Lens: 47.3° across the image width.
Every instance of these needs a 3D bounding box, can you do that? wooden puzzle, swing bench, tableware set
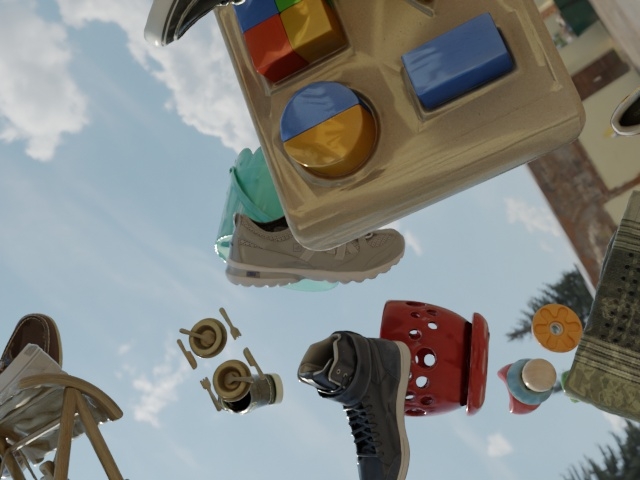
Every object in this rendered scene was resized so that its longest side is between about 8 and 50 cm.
[{"bbox_3d":[0.055,-0.203,0.761,0.347,0.322,0.080,69,-163,9],"label":"wooden puzzle"},{"bbox_3d":[-0.412,0.350,1.079,0.165,0.253,0.254,6,-120,-49],"label":"swing bench"},{"bbox_3d":[-0.213,0.243,1.514,0.194,0.128,0.039,54,-177,23],"label":"tableware set"}]

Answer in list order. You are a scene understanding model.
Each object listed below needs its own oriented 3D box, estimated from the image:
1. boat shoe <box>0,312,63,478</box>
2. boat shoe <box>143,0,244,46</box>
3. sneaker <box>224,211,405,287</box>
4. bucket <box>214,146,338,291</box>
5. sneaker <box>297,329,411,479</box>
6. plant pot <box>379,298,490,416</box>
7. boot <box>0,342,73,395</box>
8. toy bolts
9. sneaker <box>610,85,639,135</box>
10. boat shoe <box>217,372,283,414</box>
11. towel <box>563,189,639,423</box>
[{"bbox_3d":[-0.620,0.308,1.492,0.123,0.123,0.341,98,-178,-72],"label":"boat shoe"},{"bbox_3d":[-0.092,-0.275,0.722,0.070,0.219,0.078,34,175,-5],"label":"boat shoe"},{"bbox_3d":[0.000,0.000,1.076,0.282,0.115,0.105,-6,-164,-22],"label":"sneaker"},{"bbox_3d":[-0.056,-0.034,1.366,0.281,0.281,0.183,36,-120,-39],"label":"bucket"},{"bbox_3d":[0.040,0.230,0.965,0.163,0.086,0.226,21,-117,-39],"label":"sneaker"},{"bbox_3d":[0.183,0.197,1.193,0.191,0.174,0.191,4,-90,-78],"label":"plant pot"},{"bbox_3d":[-0.571,0.312,1.368,0.123,0.258,0.095,43,-158,-12],"label":"boot"},{"bbox_3d":[0.450,0.220,1.380,0.158,0.229,0.218,98,153,-68],"label":"toy bolts"},{"bbox_3d":[0.466,-0.197,0.950,0.069,0.185,0.084,54,-146,10],"label":"sneaker"},{"bbox_3d":[-0.207,0.403,1.921,0.091,0.305,0.109,-2,-104,-33],"label":"boat shoe"},{"bbox_3d":[0.505,0.105,0.921,0.324,0.312,0.056,18,171,32],"label":"towel"}]
